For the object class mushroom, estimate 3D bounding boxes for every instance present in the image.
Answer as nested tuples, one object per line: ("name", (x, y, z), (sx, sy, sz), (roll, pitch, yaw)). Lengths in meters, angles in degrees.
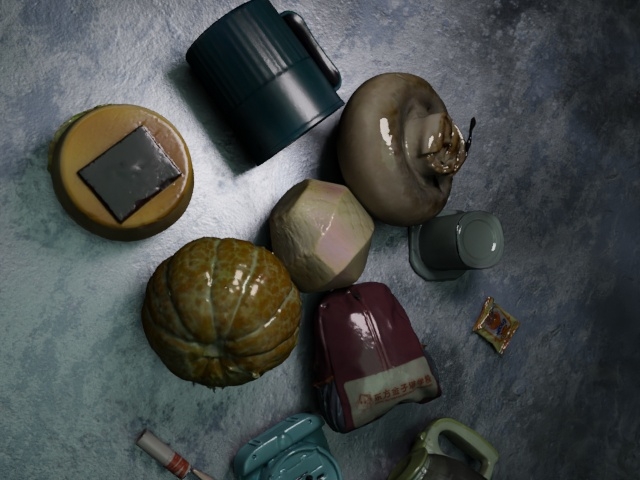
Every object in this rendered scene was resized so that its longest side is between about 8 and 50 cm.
("mushroom", (0.209, -0.212, 1.506), (0.362, 0.294, 0.362), (7, 81, -53))

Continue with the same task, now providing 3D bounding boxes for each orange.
("orange", (-0.200, 0.151, 1.342), (0.329, 0.249, 0.329), (-1, 125, -2))

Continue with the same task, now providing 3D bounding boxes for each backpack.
("backpack", (0.102, 0.255, 1.514), (0.283, 0.197, 0.317), (-16, 81, -21))

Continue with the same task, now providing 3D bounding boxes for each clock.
("clock", (-0.049, 0.546, 1.469), (0.223, 0.094, 0.274), (-27, 93, -28))

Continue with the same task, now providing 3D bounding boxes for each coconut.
("coconut", (0.000, 0.000, 1.462), (0.259, 0.259, 0.259), (2, 85, -21))

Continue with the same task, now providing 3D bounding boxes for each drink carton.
("drink carton", (0.349, 0.007, 1.633), (0.185, 0.189, 0.191), (4, 85, -26))

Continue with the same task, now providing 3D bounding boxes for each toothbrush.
("toothbrush", (-0.142, 0.615, 1.478), (0.375, 0.028, 0.037), (38, 68, -15))

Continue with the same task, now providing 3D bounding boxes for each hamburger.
("hamburger", (-0.404, -0.145, 1.353), (0.300, 0.176, 0.300), (2, 85, -22))

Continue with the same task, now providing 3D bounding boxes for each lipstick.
("lipstick", (-0.337, 0.459, 1.408), (0.131, 0.038, 0.038), (44, 72, -13))

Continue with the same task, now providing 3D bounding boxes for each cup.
("cup", (-0.102, -0.368, 1.450), (0.308, 0.242, 0.292), (-38, 98, -9))

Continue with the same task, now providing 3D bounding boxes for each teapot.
("teapot", (0.299, 0.580, 1.547), (0.239, 0.239, 0.321), (45, 77, 1))

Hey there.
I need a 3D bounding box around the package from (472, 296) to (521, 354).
("package", (0.466, 0.226, 1.741), (0.121, 0.031, 0.108), (39, 74, -15))
